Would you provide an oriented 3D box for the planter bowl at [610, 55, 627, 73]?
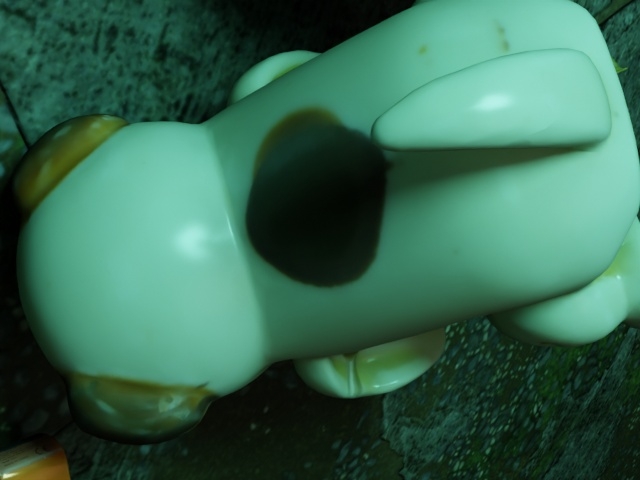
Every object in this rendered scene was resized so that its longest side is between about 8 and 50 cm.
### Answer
[{"bbox_3d":[0.160,-0.154,0.890,0.217,0.217,0.090,-24,94,-35],"label":"planter bowl"}]

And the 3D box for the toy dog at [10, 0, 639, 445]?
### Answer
[{"bbox_3d":[0.000,0.000,0.655,0.395,0.408,0.284,-42,115,-75],"label":"toy dog"}]

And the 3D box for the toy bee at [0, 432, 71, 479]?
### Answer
[{"bbox_3d":[-0.239,0.299,0.771,0.195,0.162,0.298,10,81,-40],"label":"toy bee"}]
